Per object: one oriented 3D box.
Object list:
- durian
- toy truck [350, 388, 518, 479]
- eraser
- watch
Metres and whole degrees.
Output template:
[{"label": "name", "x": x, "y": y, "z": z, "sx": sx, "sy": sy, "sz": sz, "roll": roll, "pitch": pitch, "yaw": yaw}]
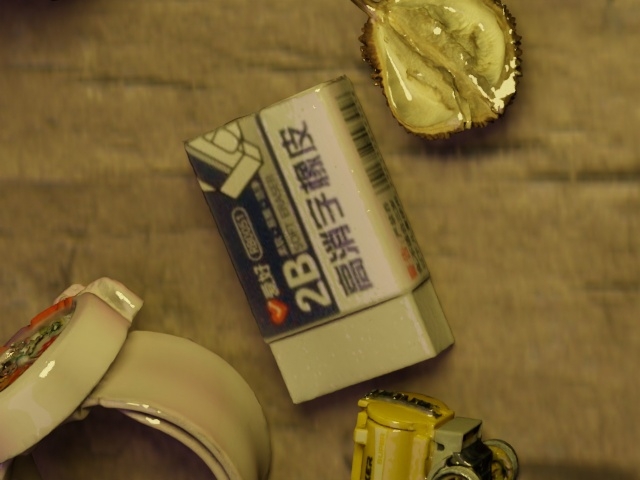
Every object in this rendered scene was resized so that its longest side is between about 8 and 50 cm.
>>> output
[{"label": "durian", "x": 0.077, "y": -0.126, "z": 1.364, "sx": 0.140, "sy": 0.071, "sz": 0.110, "roll": 37, "pitch": 82, "yaw": 14}, {"label": "toy truck", "x": 0.070, "y": 0.224, "z": 1.426, "sx": 0.114, "sy": 0.098, "sz": 0.227, "roll": 10, "pitch": 101, "yaw": 23}, {"label": "eraser", "x": 0.000, "y": 0.000, "z": 1.424, "sx": 0.124, "sy": 0.068, "sz": 0.210, "roll": -21, "pitch": 94, "yaw": 22}, {"label": "watch", "x": -0.165, "y": 0.166, "z": 1.483, "sx": 0.244, "sy": 0.196, "sz": 0.231, "roll": -38, "pitch": 107, "yaw": 23}]
